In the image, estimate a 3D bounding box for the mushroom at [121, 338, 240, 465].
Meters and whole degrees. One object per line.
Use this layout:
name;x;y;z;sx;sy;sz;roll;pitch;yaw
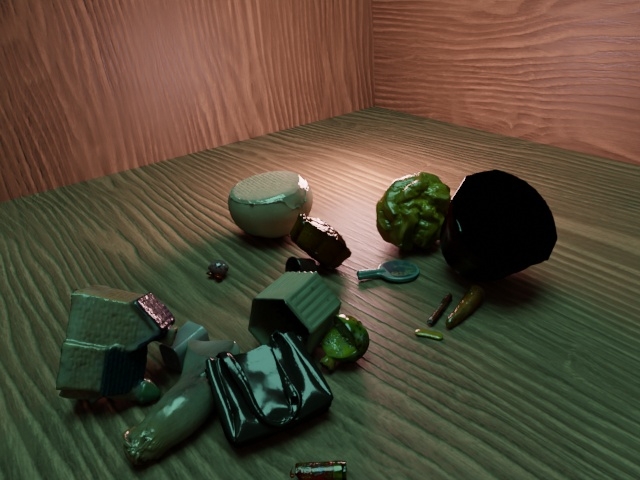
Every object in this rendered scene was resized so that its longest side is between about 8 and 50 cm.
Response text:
mushroom;-0.355;0.415;1.422;0.177;0.126;0.397;3;30;17

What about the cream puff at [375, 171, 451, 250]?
cream puff;0.390;-0.091;2.158;0.324;0.291;0.257;8;46;-19

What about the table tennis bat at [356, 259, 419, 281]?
table tennis bat;0.250;0.116;2.015;0.237;0.038;0.149;-6;27;-9

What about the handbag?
handbag;-0.137;0.370;1.403;0.285;0.113;0.257;-17;58;-22

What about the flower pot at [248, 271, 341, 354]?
flower pot;-0.077;0.224;1.640;0.239;0.209;0.189;-4;22;35

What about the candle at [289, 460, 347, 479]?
candle;-0.005;0.526;1.229;0.130;0.052;0.052;-3;27;3

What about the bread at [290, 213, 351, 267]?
bread;0.001;-0.001;2.078;0.135;0.246;0.232;-52;27;5

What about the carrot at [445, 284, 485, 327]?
carrot;0.462;0.221;1.760;0.061;0.061;0.209;17;39;36

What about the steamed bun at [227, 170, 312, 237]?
steamed bun;-0.211;-0.142;2.359;0.374;0.241;0.374;-6;30;4

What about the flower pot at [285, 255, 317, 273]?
flower pot;-0.065;0.110;2.017;0.089;0.111;0.111;-6;23;-37

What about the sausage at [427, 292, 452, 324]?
sausage;0.395;0.224;1.789;0.028;0.025;0.198;-4;22;36

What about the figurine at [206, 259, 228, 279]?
figurine;-0.394;0.109;2.088;0.083;0.071;0.067;17;-9;21

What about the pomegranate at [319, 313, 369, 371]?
pomegranate;0.073;0.304;1.587;0.122;0.169;0.143;21;-3;-44

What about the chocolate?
chocolate;0.571;-0.017;1.897;0.383;0.331;0.384;7;61;-13

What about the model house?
model house;-0.549;0.294;1.520;0.284;0.299;0.243;8;1;1

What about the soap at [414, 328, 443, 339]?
soap;0.335;0.289;1.682;0.089;0.012;0.034;8;29;23

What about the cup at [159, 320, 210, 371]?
cup;-0.422;0.316;1.657;0.128;0.095;0.129;13;33;31
